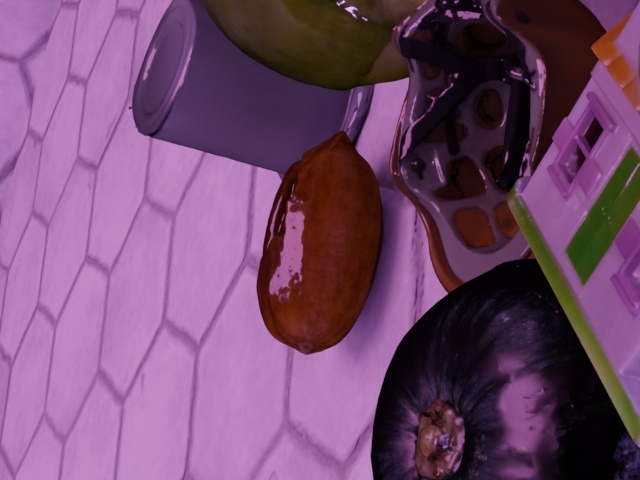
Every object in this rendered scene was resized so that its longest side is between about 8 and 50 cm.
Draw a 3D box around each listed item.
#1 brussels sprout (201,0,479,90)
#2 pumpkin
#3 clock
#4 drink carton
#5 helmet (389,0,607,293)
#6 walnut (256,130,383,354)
[{"bbox_3d":[0.041,-0.302,1.175,0.315,0.275,0.371,-145,71,-76],"label":"brussels sprout"},{"bbox_3d":[0.130,0.124,0.895,0.233,0.163,0.233,-171,90,-66],"label":"pumpkin"},{"bbox_3d":[0.242,-0.071,0.743,0.310,0.166,0.235,-61,27,27],"label":"clock"},{"bbox_3d":[-0.069,-0.154,1.481,0.185,0.189,0.191,-61,28,20],"label":"drink carton"},{"bbox_3d":[0.142,-0.075,1.018,0.198,0.130,0.224,-176,79,-67],"label":"helmet"},{"bbox_3d":[0.000,0.000,1.330,0.116,0.115,0.207,-10,68,65],"label":"walnut"}]
